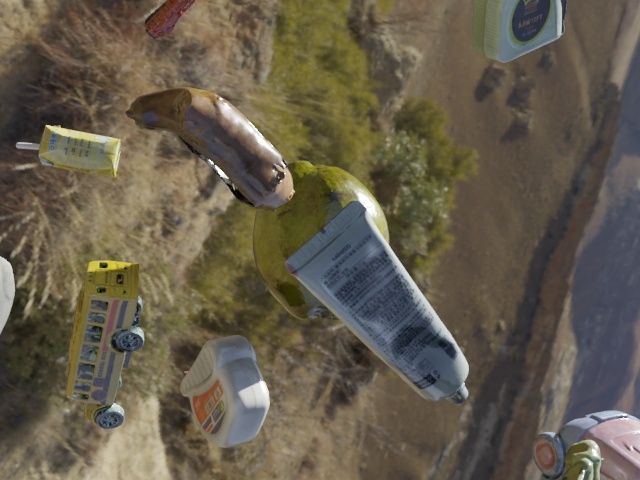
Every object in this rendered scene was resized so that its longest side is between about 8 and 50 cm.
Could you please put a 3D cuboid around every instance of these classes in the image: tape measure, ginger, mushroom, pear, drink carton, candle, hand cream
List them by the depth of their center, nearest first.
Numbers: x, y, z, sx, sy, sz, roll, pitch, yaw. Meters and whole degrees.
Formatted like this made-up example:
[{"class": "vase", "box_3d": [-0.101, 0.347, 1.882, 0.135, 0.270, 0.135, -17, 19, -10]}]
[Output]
[{"class": "hand cream", "box_3d": [0.096, 0.104, 1.030, 0.124, 0.078, 0.340, -41, 114, -3]}, {"class": "ginger", "box_3d": [-0.151, -0.150, 1.264, 0.309, 0.133, 0.107, 41, 68, -30]}, {"class": "mushroom", "box_3d": [-0.636, 0.157, 1.426, 0.118, 0.103, 0.270, 53, 42, -61]}, {"class": "drink carton", "box_3d": [-0.498, -0.180, 1.537, 0.074, 0.200, 0.084, 140, -42, -73]}, {"class": "candle", "box_3d": [-0.289, -0.473, 1.588, 0.162, 0.053, 0.048, -37, 173, 17]}, {"class": "tape measure", "box_3d": [0.436, -0.514, 1.697, 0.235, 0.115, 0.207, -27, 131, -25]}, {"class": "tape measure", "box_3d": [-0.236, 0.378, 1.953, 0.130, 0.265, 0.258, -6, 146, -36]}, {"class": "pear", "box_3d": [0.000, 0.000, 2.018, 0.352, 0.352, 0.413, -6, 91, -66]}]

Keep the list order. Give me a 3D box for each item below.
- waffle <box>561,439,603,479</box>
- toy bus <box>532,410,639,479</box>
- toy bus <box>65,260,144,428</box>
[{"class": "waffle", "box_3d": [0.301, 0.410, 0.920, 0.292, 0.056, 0.309, -49, 135, -52]}, {"class": "toy bus", "box_3d": [0.476, 0.432, 1.253, 0.197, 0.232, 0.294, 1, 104, -28]}, {"class": "toy bus", "box_3d": [-0.405, 0.200, 1.455, 0.121, 0.123, 0.335, -110, -146, -52]}]
